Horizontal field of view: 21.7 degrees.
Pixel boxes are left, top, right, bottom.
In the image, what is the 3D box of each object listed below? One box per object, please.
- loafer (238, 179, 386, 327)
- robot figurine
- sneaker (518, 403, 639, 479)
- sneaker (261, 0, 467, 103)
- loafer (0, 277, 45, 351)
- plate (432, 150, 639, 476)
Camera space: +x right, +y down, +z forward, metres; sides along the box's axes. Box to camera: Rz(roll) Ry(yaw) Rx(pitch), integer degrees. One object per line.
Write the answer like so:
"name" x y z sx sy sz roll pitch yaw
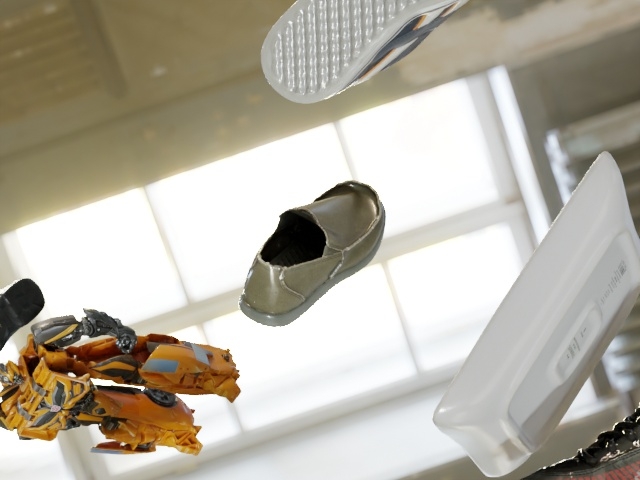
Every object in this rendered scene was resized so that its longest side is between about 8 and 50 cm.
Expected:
"loafer" 0.000 0.000 1.873 0.251 0.094 0.087 -48 -26 -44
"robot figurine" -0.249 0.178 1.982 0.211 0.291 0.085 -57 42 29
"sneaker" 0.286 0.187 1.452 0.097 0.276 0.135 -167 68 -83
"sneaker" 0.084 -0.256 1.567 0.126 0.321 0.127 54 -156 -1
"loafer" -0.388 0.104 1.901 0.170 0.061 0.062 -36 -80 -45
"plate" 0.217 0.084 1.511 0.045 0.278 0.277 30 172 24
